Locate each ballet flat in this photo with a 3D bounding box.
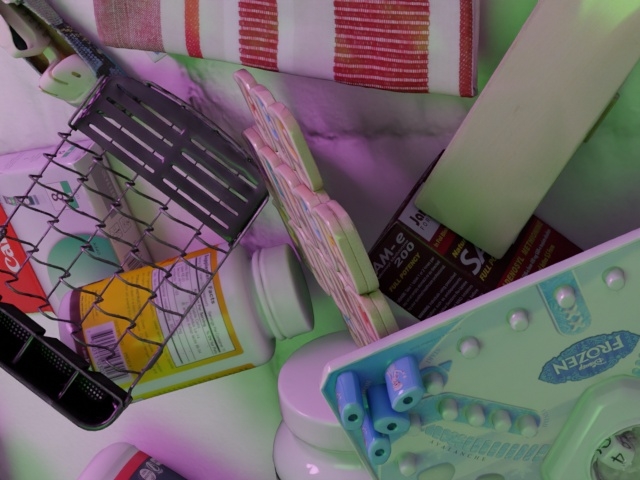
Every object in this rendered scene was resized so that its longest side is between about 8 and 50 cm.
[{"bbox_3d":[-0.244,-0.165,1.548,0.188,0.070,0.070,43,130,-6],"label":"ballet flat"}]

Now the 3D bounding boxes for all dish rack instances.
[{"bbox_3d":[-0.183,0.000,1.499,0.208,0.074,0.271,36,93,9],"label":"dish rack"}]

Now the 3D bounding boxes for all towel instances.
[{"bbox_3d":[-0.036,-0.232,1.355,0.329,0.037,0.237,11,127,19],"label":"towel"}]

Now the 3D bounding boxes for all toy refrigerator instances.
[{"bbox_3d":[0.181,-0.117,1.338,0.094,0.102,0.269,33,130,4],"label":"toy refrigerator"}]

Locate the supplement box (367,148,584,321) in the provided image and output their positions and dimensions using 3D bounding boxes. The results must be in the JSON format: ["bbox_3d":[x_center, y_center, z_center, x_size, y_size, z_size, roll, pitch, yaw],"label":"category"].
[{"bbox_3d":[0.161,0.044,1.441,0.239,0.130,0.073,36,129,0],"label":"supplement box"}]

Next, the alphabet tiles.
[{"bbox_3d":[0.000,0.000,1.432,0.021,0.284,0.278,-26,114,-7],"label":"alphabet tiles"}]

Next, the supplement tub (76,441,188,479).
[{"bbox_3d":[-0.145,0.347,1.767,0.272,0.191,0.191,32,131,4],"label":"supplement tub"}]

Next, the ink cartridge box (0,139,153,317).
[{"bbox_3d":[-0.277,0.005,1.691,0.225,0.056,0.181,-8,117,29],"label":"ink cartridge box"}]

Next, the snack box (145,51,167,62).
[{"bbox_3d":[-0.174,-0.237,1.490,0.064,0.022,0.178,-30,105,37],"label":"snack box"}]

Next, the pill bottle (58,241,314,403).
[{"bbox_3d":[-0.119,0.072,1.582,0.215,0.117,0.117,-17,115,8],"label":"pill bottle"}]

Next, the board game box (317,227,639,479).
[{"bbox_3d":[0.249,0.172,1.373,0.390,0.050,0.390,-24,125,7],"label":"board game box"}]

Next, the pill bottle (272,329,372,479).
[{"bbox_3d":[0.042,0.229,1.602,0.162,0.162,0.278,9,128,22],"label":"pill bottle"}]
